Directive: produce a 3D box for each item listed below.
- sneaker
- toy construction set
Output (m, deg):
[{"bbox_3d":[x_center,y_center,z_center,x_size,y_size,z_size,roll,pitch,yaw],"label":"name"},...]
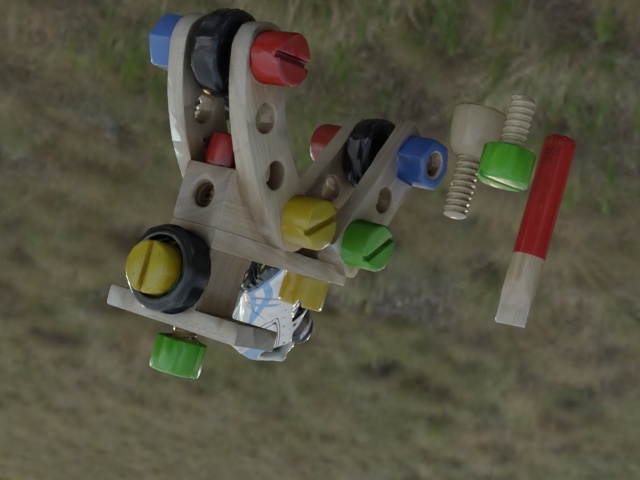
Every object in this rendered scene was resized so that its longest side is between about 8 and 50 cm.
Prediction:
[{"bbox_3d":[-0.036,0.051,1.173,0.086,0.085,0.237,26,154,-2],"label":"sneaker"},{"bbox_3d":[0.000,0.000,0.874,0.309,0.237,0.257,14,170,11],"label":"toy construction set"}]
